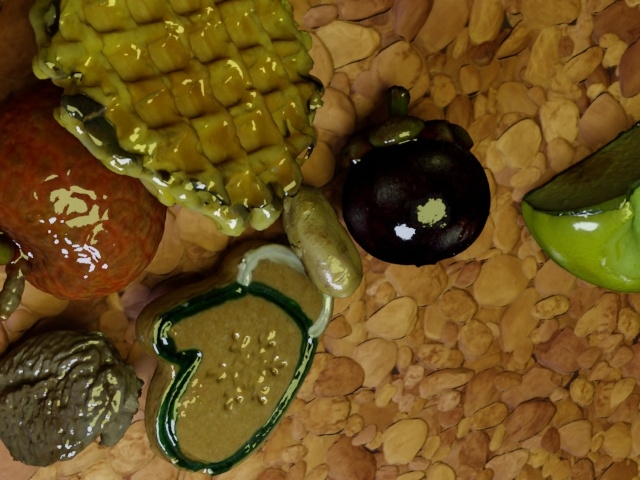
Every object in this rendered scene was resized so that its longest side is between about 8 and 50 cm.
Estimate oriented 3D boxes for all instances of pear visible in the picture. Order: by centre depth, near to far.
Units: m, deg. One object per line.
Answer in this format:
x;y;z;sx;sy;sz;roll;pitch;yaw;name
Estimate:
0.479;-0.019;1.807;0.292;0.159;0.292;-13;121;-23;pear

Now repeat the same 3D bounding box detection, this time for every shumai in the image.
-0.320;0.205;1.533;0.206;0.166;0.175;-21;168;19;shumai

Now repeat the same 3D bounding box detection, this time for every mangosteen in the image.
0.122;-0.088;1.581;0.211;0.211;0.250;-13;92;-21;mangosteen

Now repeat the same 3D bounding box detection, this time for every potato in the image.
0.000;0.000;1.581;0.080;0.107;0.170;-32;89;12;potato

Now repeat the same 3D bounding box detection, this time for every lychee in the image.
-0.302;-0.046;1.350;0.300;0.255;0.255;-46;126;-19;lychee

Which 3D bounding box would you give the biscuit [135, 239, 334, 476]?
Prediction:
-0.126;0.152;1.590;0.287;0.057;0.344;38;80;-40;biscuit

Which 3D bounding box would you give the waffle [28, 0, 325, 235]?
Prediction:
-0.155;-0.210;1.329;0.382;0.095;0.380;35;53;-32;waffle
